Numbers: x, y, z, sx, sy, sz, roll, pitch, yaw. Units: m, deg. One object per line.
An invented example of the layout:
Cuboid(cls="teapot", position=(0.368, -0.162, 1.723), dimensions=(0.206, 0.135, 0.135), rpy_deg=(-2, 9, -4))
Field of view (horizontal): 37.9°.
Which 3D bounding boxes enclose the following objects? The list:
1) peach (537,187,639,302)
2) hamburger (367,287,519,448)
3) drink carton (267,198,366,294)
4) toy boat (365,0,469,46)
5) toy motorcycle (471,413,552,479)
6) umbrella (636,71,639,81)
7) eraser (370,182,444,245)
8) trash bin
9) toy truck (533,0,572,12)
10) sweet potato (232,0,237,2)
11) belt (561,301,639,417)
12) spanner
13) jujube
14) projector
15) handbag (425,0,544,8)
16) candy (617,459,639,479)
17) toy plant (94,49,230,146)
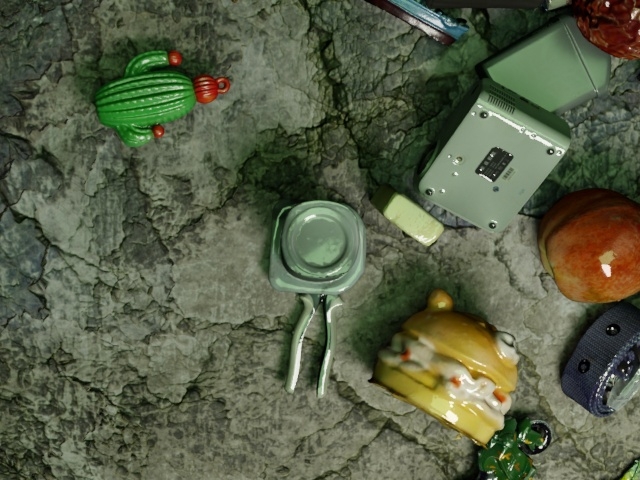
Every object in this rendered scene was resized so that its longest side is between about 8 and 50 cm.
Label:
Cuboid(cls="peach", position=(0.557, 0.009, 1.800), dimensions=(0.256, 0.232, 0.232), rpy_deg=(-21, 100, 8))
Cuboid(cls="hamburger", position=(0.257, 0.242, 1.791), dimensions=(0.276, 0.276, 0.237), rpy_deg=(32, 81, -9))
Cuboid(cls="drink carton", position=(0.000, 0.000, 1.743), dimensions=(0.191, 0.189, 0.185), rpy_deg=(6, 80, -2))
Cuboid(cls="toy boat", position=(0.183, -0.452, 1.757), dimensions=(0.223, 0.100, 0.097), rpy_deg=(26, 104, -12))
Cuboid(cls="toy motorcycle", position=(0.346, 0.465, 1.895), dimensions=(0.187, 0.125, 0.275), rpy_deg=(27, 95, -18))
Cuboid(cls="umbrella", position=(0.714, -0.229, 1.847), dimensions=(0.122, 0.110, 0.272), rpy_deg=(-31, 104, -1))
Cuboid(cls="eraser", position=(0.162, -0.050, 1.775), dimensions=(0.117, 0.172, 0.058), rpy_deg=(36, 94, -10))
Cuboid(cls="trash bin", position=(0.440, -0.327, 1.806), dimensions=(0.236, 0.101, 0.177), rpy_deg=(-28, 101, 1))
Cuboid(cls="toy truck", position=(0.499, -0.492, 1.791), dimensions=(0.201, 0.088, 0.074), rpy_deg=(-15, 98, -4))
Cuboid(cls="sweet potato", position=(-0.179, -0.531, 1.740), dimensions=(0.044, 0.044, 0.179), rpy_deg=(-10, 93, -4))
Cuboid(cls="belt", position=(0.586, 0.237, 1.886), dimensions=(0.139, 0.126, 0.230), rpy_deg=(32, 94, -37))
Cuboid(cls="spanner", position=(-0.005, 0.149, 1.850), dimensions=(0.095, 0.040, 0.325), rpy_deg=(11, 91, -8))
Cuboid(cls="jujube", position=(0.551, -0.424, 1.644), dimensions=(0.213, 0.232, 0.213), rpy_deg=(0, 96, 0))
Cuboid(cls="projector", position=(0.318, -0.156, 1.762), dimensions=(0.198, 0.108, 0.250), rpy_deg=(28, 127, -9))
Cuboid(cls="handbag", position=(0.290, -0.531, 1.737), dimensions=(0.247, 0.080, 0.223), rpy_deg=(-3, 66, -11))
Cuboid(cls="candy", position=(0.662, 0.485, 1.965), dimensions=(0.262, 0.073, 0.077), rpy_deg=(-48, 118, -5))
Cuboid(cls="toy plant", position=(-0.305, -0.279, 1.741), dimensions=(0.240, 0.088, 0.155), rpy_deg=(-36, 85, -7))
